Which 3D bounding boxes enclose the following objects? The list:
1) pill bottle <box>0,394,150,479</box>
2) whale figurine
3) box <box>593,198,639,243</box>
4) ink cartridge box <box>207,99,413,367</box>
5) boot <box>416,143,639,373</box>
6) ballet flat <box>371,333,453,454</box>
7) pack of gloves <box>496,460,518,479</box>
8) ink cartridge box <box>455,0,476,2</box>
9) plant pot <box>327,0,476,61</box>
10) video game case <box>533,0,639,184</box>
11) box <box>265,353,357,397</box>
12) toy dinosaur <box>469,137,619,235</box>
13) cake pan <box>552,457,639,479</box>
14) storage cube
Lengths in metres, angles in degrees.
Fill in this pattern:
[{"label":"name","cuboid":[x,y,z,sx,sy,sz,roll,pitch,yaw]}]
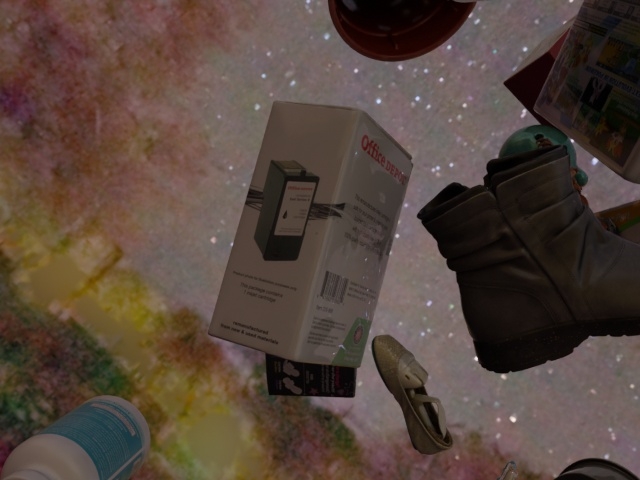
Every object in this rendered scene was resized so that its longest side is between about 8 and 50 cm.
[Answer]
[{"label":"pill bottle","cuboid":[-0.373,0.340,1.064,0.146,0.146,0.264,42,12,4]},{"label":"whale figurine","cuboid":[0.486,-0.147,1.579,0.216,0.272,0.141,1,-37,12]},{"label":"box","cuboid":[0.451,0.013,0.993,0.114,0.103,0.203,11,-11,-12]},{"label":"ink cartridge box","cuboid":[0.000,0.000,0.876,0.122,0.289,0.211,12,-7,26]},{"label":"boot","cuboid":[0.295,-0.007,0.775,0.118,0.338,0.222,-98,168,-83]},{"label":"ballet flat","cuboid":[0.117,0.183,0.859,0.052,0.057,0.168,-16,-75,37]},{"label":"pack of gloves","cuboid":[0.160,0.343,0.742,0.046,0.232,0.195,30,-3,20]},{"label":"ink cartridge box","cuboid":[0.248,-0.455,0.821,0.226,0.306,0.131,5,-1,30]},{"label":"plant pot","cuboid":[0.112,-0.504,1.264,0.272,0.272,0.265,60,7,-44]},{"label":"video game case","cuboid":[0.412,-0.265,0.934,0.036,0.300,0.329,16,23,-11]},{"label":"box","cuboid":[-0.006,0.112,1.149,0.142,0.247,0.163,1,-56,4]},{"label":"toy dinosaur","cuboid":[0.318,-0.016,1.030,0.218,0.322,0.164,-9,-63,30]},{"label":"cake pan","cuboid":[0.462,0.516,1.180,0.054,0.293,0.293,4,0,-25]},{"label":"storage cube","cuboid":[0.577,-0.378,1.613,0.193,0.183,0.215,45,-18,-4]}]
